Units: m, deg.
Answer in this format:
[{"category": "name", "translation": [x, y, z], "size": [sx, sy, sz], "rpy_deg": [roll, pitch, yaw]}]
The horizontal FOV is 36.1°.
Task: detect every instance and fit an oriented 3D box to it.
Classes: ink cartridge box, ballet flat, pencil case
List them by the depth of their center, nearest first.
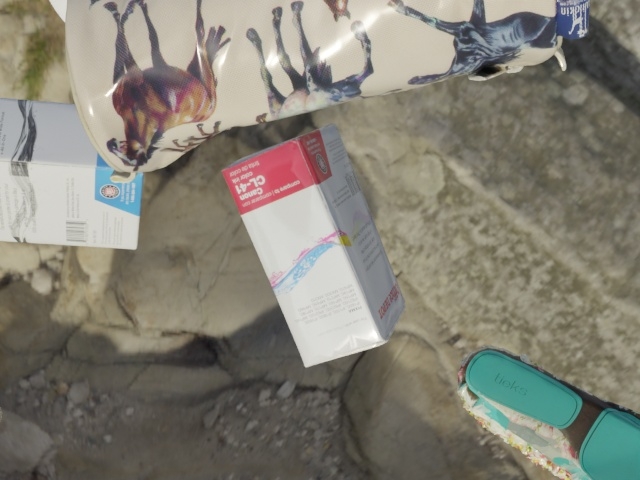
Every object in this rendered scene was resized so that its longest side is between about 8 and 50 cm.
[{"category": "pencil case", "translation": [-0.002, -0.173, 0.795], "size": [0.410, 0.160, 0.184], "rpy_deg": [-15, 109, 6]}, {"category": "ballet flat", "translation": [0.224, 0.174, 0.853], "size": [0.241, 0.077, 0.091], "rpy_deg": [36, 73, 25]}, {"category": "ink cartridge box", "translation": [0.000, 0.000, 1.427], "size": [0.131, 0.226, 0.306], "rpy_deg": [-19, 95, 16]}, {"category": "ink cartridge box", "translation": [-0.432, -0.102, 1.524], "size": [0.307, 0.223, 0.129], "rpy_deg": [4, 58, -12]}]

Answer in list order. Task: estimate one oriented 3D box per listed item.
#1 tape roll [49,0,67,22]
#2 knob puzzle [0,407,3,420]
[{"category": "tape roll", "translation": [-0.322, -0.443, 1.656], "size": [0.286, 0.100, 0.286], "rpy_deg": [23, 51, -31]}, {"category": "knob puzzle", "translation": [-0.341, 0.124, 0.759], "size": [0.213, 0.213, 0.030], "rpy_deg": [12, 30, -6]}]
